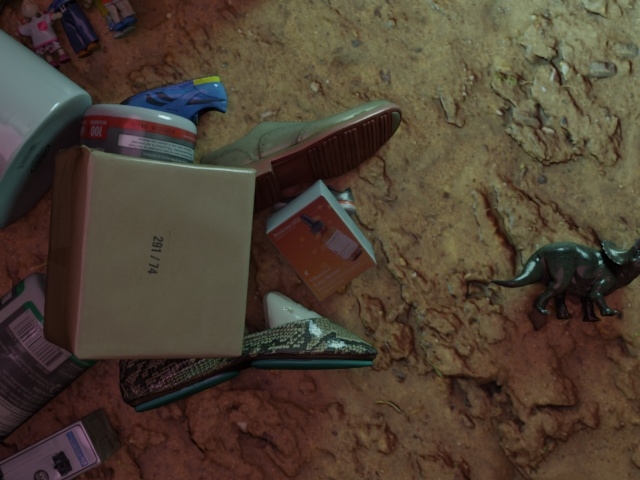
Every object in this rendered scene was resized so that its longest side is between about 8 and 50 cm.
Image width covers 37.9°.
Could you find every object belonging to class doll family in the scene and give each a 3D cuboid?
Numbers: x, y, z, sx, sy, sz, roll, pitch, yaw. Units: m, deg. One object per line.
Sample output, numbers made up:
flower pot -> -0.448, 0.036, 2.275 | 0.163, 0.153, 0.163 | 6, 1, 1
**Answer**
doll family -> -0.454, -0.445, 1.778 | 0.263, 0.118, 0.163 | -24, 94, 18

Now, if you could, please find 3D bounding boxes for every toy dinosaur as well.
toy dinosaur -> 0.472, 0.065, 1.743 | 0.313, 0.121, 0.160 | 2, 76, 6

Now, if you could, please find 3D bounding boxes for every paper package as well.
paper package -> -0.278, 0.024, 1.527 | 0.309, 0.168, 0.325 | 4, 91, -33

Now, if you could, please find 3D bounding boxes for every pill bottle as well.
pill bottle -> -0.350, -0.052, 1.698 | 0.210, 0.210, 0.363 | 7, 88, 1
pill bottle -> -0.589, 0.243, 1.696 | 0.361, 0.204, 0.204 | -39, 88, 0

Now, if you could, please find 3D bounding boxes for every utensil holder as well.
utensil holder -> -0.653, -0.246, 1.662 | 0.385, 0.327, 0.327 | 34, 89, -1

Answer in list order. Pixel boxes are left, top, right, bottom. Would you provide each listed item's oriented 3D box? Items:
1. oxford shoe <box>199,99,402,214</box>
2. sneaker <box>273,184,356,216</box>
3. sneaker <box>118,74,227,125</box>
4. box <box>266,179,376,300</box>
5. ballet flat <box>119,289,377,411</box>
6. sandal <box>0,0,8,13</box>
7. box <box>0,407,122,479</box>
oxford shoe -> -0.039, -0.187, 1.737 | 0.397, 0.140, 0.146 | -24, 58, -13
sneaker -> -0.012, -0.077, 1.778 | 0.158, 0.061, 0.065 | 1, 66, -3
sneaker -> -0.281, -0.252, 1.775 | 0.209, 0.069, 0.082 | -13, 92, 0
box -> 0.000, 0.000, 1.714 | 0.130, 0.091, 0.170 | -35, 109, 11
ballet flat -> -0.145, 0.186, 1.721 | 0.483, 0.164, 0.182 | -12, 78, 4
sandal -> -0.626, -0.482, 1.798 | 0.180, 0.049, 0.072 | -40, 89, -1
box -> -0.526, 0.420, 1.707 | 0.290, 0.169, 0.087 | -28, 88, 1
